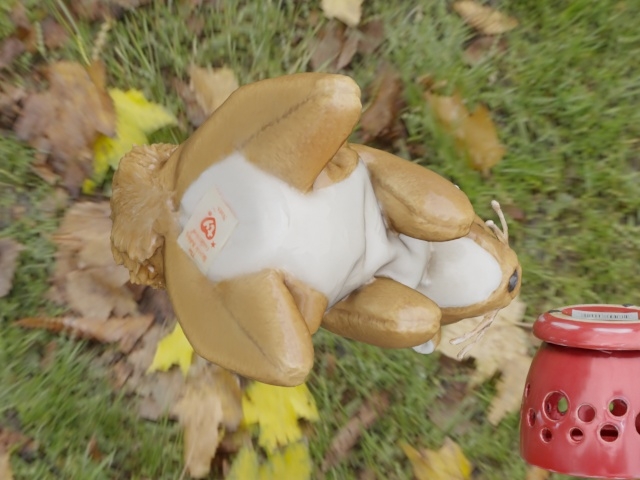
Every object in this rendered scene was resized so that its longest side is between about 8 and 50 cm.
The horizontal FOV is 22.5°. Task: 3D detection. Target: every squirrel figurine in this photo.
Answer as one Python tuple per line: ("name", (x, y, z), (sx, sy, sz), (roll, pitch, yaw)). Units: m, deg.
("squirrel figurine", (0.000, 0.000, 1.638), (0.370, 0.397, 0.281), (7, 87, -46))

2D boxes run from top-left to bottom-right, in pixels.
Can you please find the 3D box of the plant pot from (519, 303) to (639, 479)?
("plant pot", (0.320, 0.166, 1.812), (0.191, 0.191, 0.174), (0, 98, -4))
